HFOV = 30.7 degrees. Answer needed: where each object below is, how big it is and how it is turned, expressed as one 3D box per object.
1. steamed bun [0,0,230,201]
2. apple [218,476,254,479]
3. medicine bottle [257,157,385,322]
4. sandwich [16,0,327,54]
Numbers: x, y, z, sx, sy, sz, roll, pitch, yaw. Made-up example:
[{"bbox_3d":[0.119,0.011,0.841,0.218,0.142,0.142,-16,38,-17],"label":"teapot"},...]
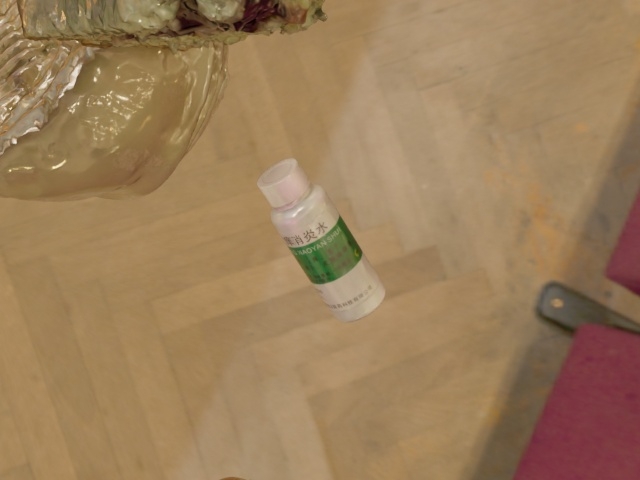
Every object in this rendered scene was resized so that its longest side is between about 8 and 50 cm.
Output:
[{"bbox_3d":[-0.220,-0.173,1.111,0.309,0.324,0.219,-54,137,-1],"label":"steamed bun"},{"bbox_3d":[-0.058,0.248,0.945,0.114,0.099,0.102,23,80,-7],"label":"apple"},{"bbox_3d":[0.000,0.000,1.724,0.095,0.095,0.260,-38,115,-14],"label":"medicine bottle"},{"bbox_3d":[-0.077,-0.240,0.642,0.131,0.325,0.262,-7,97,-32],"label":"sandwich"}]
